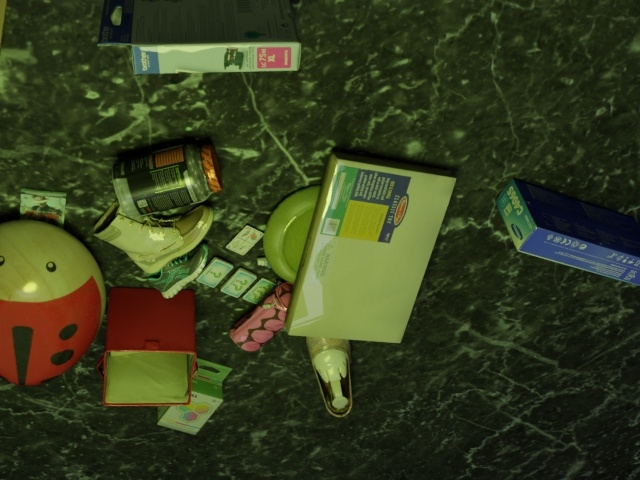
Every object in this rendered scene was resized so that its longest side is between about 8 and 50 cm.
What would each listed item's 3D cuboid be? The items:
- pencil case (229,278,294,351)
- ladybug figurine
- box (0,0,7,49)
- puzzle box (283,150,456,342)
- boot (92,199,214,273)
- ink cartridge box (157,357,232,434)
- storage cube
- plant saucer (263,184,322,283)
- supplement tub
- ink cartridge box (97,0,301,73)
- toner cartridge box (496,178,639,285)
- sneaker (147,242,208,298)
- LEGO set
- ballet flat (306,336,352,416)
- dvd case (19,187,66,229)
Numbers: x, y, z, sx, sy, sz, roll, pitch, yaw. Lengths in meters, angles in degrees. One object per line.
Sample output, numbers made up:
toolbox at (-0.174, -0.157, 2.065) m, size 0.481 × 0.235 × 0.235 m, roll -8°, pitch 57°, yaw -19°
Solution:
pencil case at (-0.123, 0.175, 1.881) m, size 0.209 × 0.095 × 0.098 m, roll -44°, pitch 168°, yaw 37°
ladybug figurine at (-0.607, 0.157, 1.737) m, size 0.305 × 0.161 × 0.449 m, roll 3°, pitch 133°, yaw -11°
box at (-0.619, -0.329, 1.338) m, size 0.201 × 0.021 × 0.164 m, roll 7°, pitch 86°, yaw -16°
puzzle box at (0.101, 0.025, 1.756) m, size 0.272 × 0.052 × 0.408 m, roll 8°, pitch 113°, yaw -21°
boot at (-0.338, -0.033, 1.688) m, size 0.213 × 0.077 × 0.165 m, roll -34°, pitch 127°, yaw 23°
ink cartridge box at (-0.313, 0.391, 2.077) m, size 0.109 × 0.062 × 0.209 m, roll 22°, pitch 123°, yaw -26°
storage cube at (-0.379, 0.233, 1.837) m, size 0.215 × 0.193 × 0.183 m, roll 3°, pitch 131°, yaw -12°
plant saucer at (0.000, 0.000, 1.763) m, size 0.241 × 0.037 × 0.240 m, roll -7°, pitch 117°, yaw -14°
supplement tub at (-0.290, -0.118, 1.593) m, size 0.191 × 0.117 × 0.117 m, roll -13°, pitch 132°, yaw 1°
ink cartridge box at (-0.197, -0.344, 1.362) m, size 0.311 × 0.185 × 0.065 m, roll -1°, pitch 133°, yaw -9°
toner cartridge box at (0.562, -0.016, 1.814) m, size 0.348 × 0.165 × 0.075 m, roll 15°, pitch 127°, yaw -22°
sneaker at (-0.308, 0.057, 1.785) m, size 0.076 × 0.065 × 0.166 m, roll 35°, pitch 116°, yaw -29°
LEGO set at (-0.126, 0.053, 1.819) m, size 0.183 × 0.060 × 0.244 m, roll 27°, pitch 121°, yaw -34°
ballet flat at (0.035, 0.325, 2.056) m, size 0.108 × 0.106 × 0.315 m, roll -14°, pitch 132°, yaw 1°
dvd case at (-0.557, -0.052, 1.671) m, size 0.087 × 0.013 × 0.119 m, roll 6°, pitch 129°, yaw -16°
